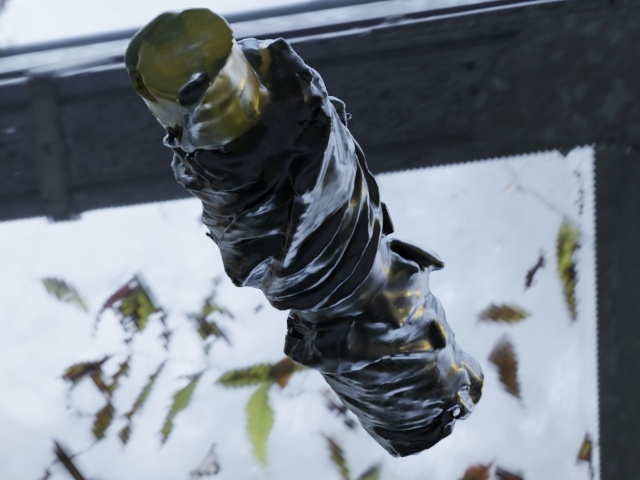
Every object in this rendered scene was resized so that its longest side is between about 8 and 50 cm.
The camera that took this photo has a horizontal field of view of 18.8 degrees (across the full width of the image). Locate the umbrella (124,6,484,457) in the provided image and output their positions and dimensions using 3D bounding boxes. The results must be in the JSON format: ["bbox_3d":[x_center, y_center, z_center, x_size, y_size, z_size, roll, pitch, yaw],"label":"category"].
[{"bbox_3d":[0.000,0.000,0.397,0.037,0.144,0.040,-8,-123,18],"label":"umbrella"}]
